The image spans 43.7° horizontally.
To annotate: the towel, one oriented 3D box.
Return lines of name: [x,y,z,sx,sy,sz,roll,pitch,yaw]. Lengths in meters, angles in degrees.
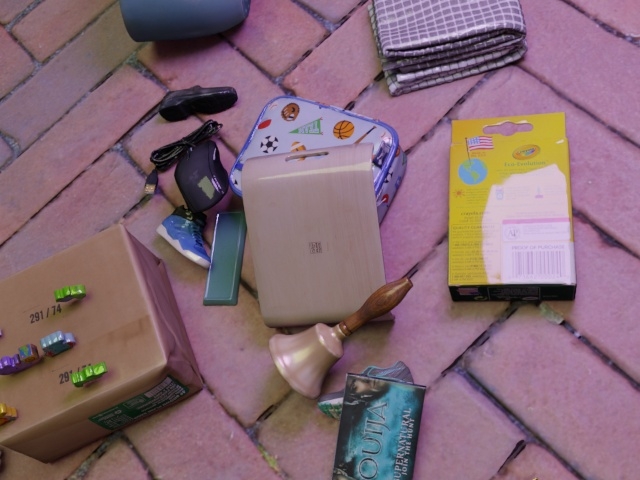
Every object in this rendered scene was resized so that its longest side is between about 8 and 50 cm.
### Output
towel: [0.234,-0.432,1.523,0.284,0.121,0.235,-13,62,10]

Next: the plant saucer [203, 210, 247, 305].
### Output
plant saucer: [-0.177,0.028,1.486,0.067,0.018,0.192,-2,65,15]

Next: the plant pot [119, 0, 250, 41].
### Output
plant pot: [-0.266,-0.553,1.641,0.235,0.293,0.293,3,66,2]

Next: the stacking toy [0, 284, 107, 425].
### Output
stacking toy: [-0.459,0.184,1.292,0.221,0.052,0.167,-24,65,2]

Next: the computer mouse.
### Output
computer mouse: [-0.267,-0.133,1.509,0.184,0.060,0.262,-29,40,13]

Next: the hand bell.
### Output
hand bell: [0.048,0.136,1.271,0.242,0.126,0.126,-38,60,16]

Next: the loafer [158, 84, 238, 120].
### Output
loafer: [-0.251,-0.296,1.635,0.170,0.062,0.061,-7,59,11]

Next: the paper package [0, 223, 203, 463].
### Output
paper package: [-0.414,0.181,1.399,0.325,0.168,0.309,-26,63,2]

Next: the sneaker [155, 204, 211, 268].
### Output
sneaker: [-0.238,-0.013,1.494,0.152,0.058,0.084,35,85,39]

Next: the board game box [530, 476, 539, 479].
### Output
board game box: [0.266,0.469,1.129,0.194,0.060,0.194,-25,63,3]

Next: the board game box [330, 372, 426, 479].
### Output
board game box: [0.088,0.307,1.231,0.126,0.026,0.186,8,87,10]

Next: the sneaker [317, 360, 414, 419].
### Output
sneaker: [0.076,0.242,1.298,0.166,0.065,0.076,-12,47,7]

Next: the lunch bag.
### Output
lunch bag: [-0.003,-0.122,1.454,0.303,0.115,0.243,21,75,25]

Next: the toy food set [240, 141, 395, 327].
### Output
toy food set: [0.000,0.000,1.332,0.220,0.092,0.306,-5,103,14]

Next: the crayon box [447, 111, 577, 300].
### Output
crayon box: [0.321,-0.058,1.346,0.202,0.081,0.318,-1,66,15]
